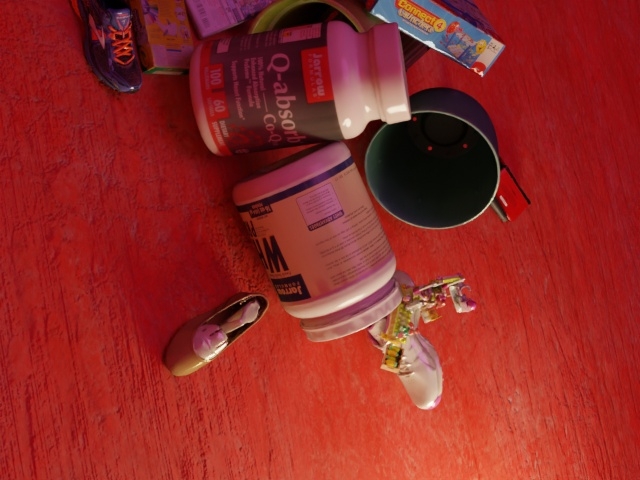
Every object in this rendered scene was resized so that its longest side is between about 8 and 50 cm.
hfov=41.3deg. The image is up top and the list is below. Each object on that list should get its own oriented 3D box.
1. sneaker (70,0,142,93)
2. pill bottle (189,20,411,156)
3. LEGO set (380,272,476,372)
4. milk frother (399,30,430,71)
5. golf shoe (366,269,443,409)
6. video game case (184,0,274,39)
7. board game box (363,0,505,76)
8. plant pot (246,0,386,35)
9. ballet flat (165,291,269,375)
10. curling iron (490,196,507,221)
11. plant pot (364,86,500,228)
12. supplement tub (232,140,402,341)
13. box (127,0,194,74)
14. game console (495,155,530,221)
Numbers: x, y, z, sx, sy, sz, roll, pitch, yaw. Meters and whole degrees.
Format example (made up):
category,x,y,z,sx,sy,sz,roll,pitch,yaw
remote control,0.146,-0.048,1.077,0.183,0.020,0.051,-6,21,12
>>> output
category,x,y,z,sx,sy,sz,roll,pitch,yaw
sneaker,-0.351,-0.353,1.424,0.083,0.087,0.221,-28,99,-47
pill bottle,-0.031,-0.274,1.510,0.210,0.363,0.210,-7,90,-81
LEGO set,0.217,0.144,1.735,0.287,0.107,0.132,-34,94,-38
milk frother,0.215,-0.472,2.077,0.135,0.129,0.143,-43,148,-9
golf shoe,0.161,0.220,1.806,0.140,0.115,0.306,-12,79,-40
video game case,-0.195,-0.513,1.638,0.183,0.023,0.201,-29,101,-23
board game box,0.220,-0.519,1.845,0.302,0.086,0.308,23,30,-26
plant pot,0.022,-0.382,1.737,0.276,0.276,0.254,64,31,-12
ballet flat,-0.175,0.152,1.475,0.232,0.073,0.080,-42,109,-45
curling iron,0.419,-0.130,2.239,0.274,0.035,0.068,40,73,-38
plant pot,0.265,-0.212,1.918,0.293,0.293,0.235,54,32,-22
supplement tub,0.000,0.000,1.589,0.235,0.235,0.324,-35,104,-47
box,-0.289,-0.392,1.538,0.105,0.043,0.179,-9,87,-48
game console,0.509,-0.144,2.350,0.124,0.085,0.144,-45,114,-12
